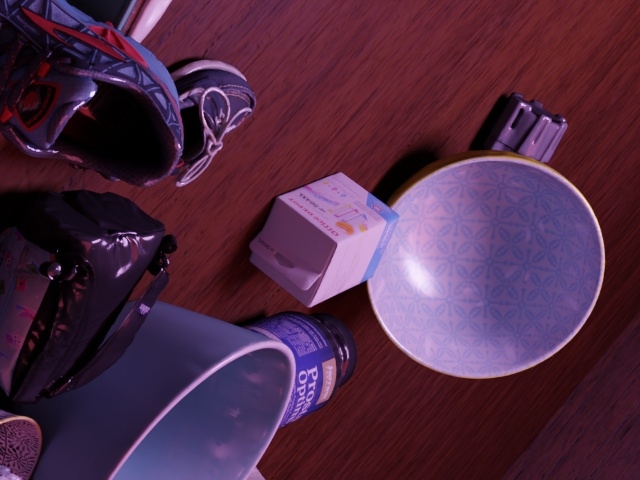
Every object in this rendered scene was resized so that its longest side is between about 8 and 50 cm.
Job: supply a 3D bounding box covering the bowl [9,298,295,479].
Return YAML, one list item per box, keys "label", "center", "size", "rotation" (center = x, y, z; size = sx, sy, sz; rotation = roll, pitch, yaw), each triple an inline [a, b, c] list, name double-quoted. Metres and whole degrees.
- label: "bowl"
  center: [-0.186, 0.179, 1.757]
  size: [0.311, 0.163, 0.311]
  rotation: [-44, 158, -23]

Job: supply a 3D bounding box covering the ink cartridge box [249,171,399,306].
- label: "ink cartridge box"
  center: [0.000, 0.000, 1.960]
  size: [0.143, 0.092, 0.090]
  rotation: [-24, 145, -53]

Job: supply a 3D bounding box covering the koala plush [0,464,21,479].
- label: "koala plush"
  center: [-0.358, 0.203, 1.411]
  size: [0.221, 0.196, 0.203]
  rotation: [-30, 140, -38]

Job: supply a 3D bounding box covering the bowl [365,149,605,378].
- label: "bowl"
  center: [0.190, 0.008, 2.224]
  size: [0.289, 0.289, 0.156]
  rotation: [-59, -164, 15]

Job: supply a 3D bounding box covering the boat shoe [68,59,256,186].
- label: "boat shoe"
  center: [-0.126, -0.099, 1.555]
  size: [0.254, 0.079, 0.095]
  rotation: [-13, 135, -60]

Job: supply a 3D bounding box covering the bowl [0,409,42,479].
- label: "bowl"
  center: [-0.334, 0.202, 1.597]
  size: [0.170, 0.080, 0.170]
  rotation: [-43, 157, -24]

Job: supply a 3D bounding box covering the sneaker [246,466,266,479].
- label: "sneaker"
  center: [-0.154, 0.327, 2.121]
  size: [0.148, 0.131, 0.350]
  rotation: [-44, 155, 4]

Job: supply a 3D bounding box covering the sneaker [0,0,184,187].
- label: "sneaker"
  center: [-0.191, -0.118, 1.191]
  size: [0.262, 0.125, 0.104]
  rotation: [26, 108, -28]

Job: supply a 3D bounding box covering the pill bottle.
- label: "pill bottle"
  center: [-0.052, 0.147, 2.045]
  size: [0.219, 0.123, 0.123]
  rotation: [-18, 140, -57]

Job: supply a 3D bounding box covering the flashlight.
- label: "flashlight"
  center: [0.216, -0.040, 2.346]
  size: [0.304, 0.103, 0.103]
  rotation: [-59, -179, 15]

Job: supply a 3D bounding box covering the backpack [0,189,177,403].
- label: "backpack"
  center: [-0.225, 0.047, 1.534]
  size: [0.152, 0.115, 0.182]
  rotation: [0, 126, -51]

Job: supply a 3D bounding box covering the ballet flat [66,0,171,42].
- label: "ballet flat"
  center: [-0.099, -0.273, 1.302]
  size: [0.400, 0.139, 0.139]
  rotation: [-53, 160, 14]
